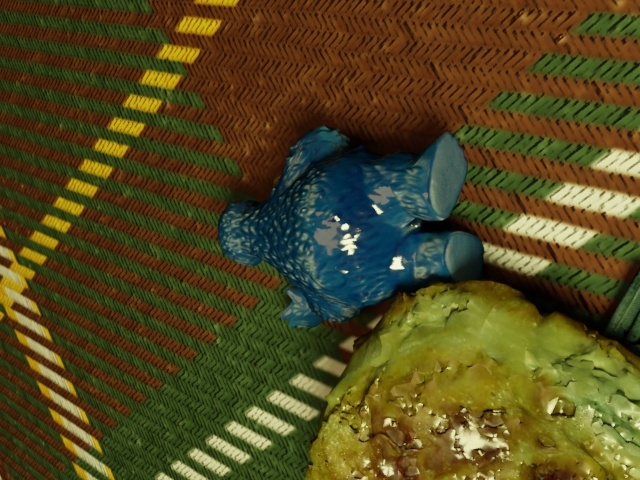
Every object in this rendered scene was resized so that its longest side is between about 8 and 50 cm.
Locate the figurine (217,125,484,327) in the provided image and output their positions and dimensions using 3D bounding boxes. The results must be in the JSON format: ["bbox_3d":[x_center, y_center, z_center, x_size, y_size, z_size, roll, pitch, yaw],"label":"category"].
[{"bbox_3d":[0.002,-0.008,0.654,0.262,0.121,0.164,-19,90,45],"label":"figurine"}]

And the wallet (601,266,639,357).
[{"bbox_3d":[0.245,0.082,0.519,0.129,0.026,0.088,36,120,31],"label":"wallet"}]

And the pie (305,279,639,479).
[{"bbox_3d":[0.125,0.200,0.581,0.288,0.103,0.354,-1,108,32],"label":"pie"}]
